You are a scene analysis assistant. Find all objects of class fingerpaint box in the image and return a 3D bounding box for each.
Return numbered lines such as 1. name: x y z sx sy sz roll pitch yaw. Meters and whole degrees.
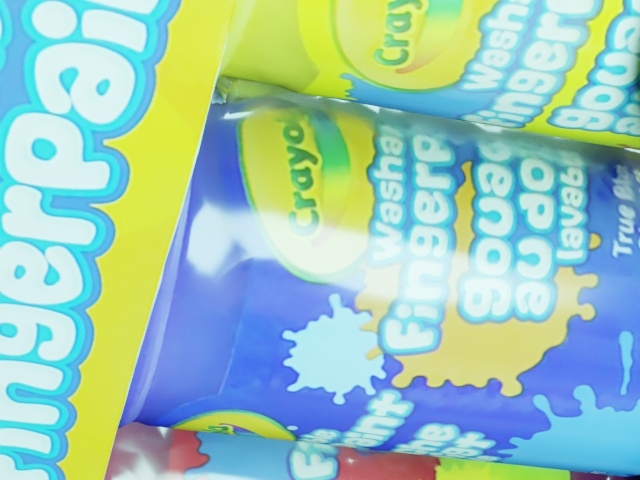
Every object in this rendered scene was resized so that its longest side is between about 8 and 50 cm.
1. fingerpaint box: 0.000 0.000 0.523 0.371 0.163 0.444 9 132 -14
